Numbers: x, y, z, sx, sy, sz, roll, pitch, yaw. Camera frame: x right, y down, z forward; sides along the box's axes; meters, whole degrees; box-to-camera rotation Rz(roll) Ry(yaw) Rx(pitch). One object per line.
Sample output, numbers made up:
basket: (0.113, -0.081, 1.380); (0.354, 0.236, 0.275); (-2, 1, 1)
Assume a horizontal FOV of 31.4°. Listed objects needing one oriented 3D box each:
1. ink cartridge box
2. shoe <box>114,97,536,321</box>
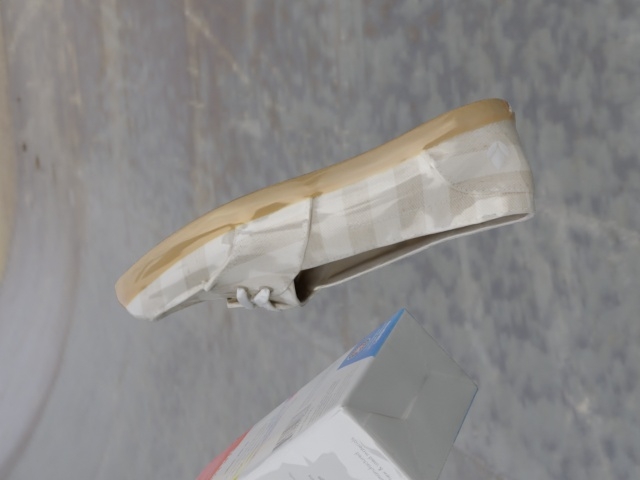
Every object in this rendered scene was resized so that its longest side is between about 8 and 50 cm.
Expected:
ink cartridge box: (-0.016, 0.159, 0.749); (0.078, 0.134, 0.231); (47, 121, -3)
shoe: (0.000, 0.000, 0.556); (0.058, 0.219, 0.076); (68, -167, 8)
